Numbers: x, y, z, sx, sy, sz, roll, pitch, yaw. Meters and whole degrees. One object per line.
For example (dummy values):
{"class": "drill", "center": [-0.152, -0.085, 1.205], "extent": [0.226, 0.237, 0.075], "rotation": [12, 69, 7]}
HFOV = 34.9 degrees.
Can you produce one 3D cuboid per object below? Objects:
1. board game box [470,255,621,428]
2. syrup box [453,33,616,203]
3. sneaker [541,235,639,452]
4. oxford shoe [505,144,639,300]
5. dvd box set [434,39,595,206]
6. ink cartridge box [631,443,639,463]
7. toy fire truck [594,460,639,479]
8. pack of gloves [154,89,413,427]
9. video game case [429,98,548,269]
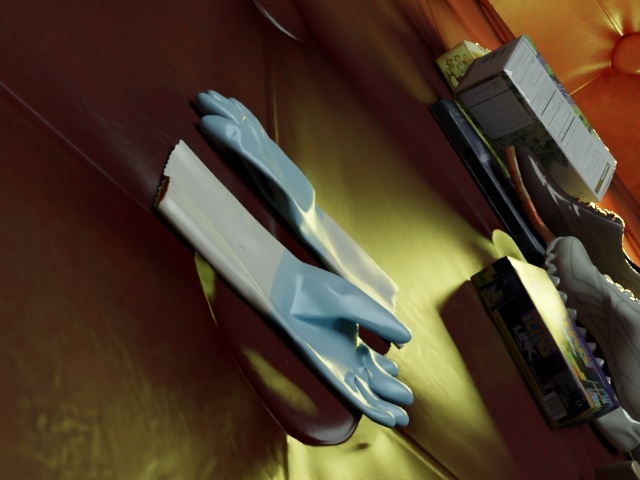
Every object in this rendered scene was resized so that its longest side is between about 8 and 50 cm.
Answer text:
{"class": "board game box", "center": [0.232, 0.104, 1.038], "extent": [0.141, 0.048, 0.170], "rotation": [13, 47, -61]}
{"class": "syrup box", "center": [0.298, -0.152, 1.401], "extent": [0.237, 0.093, 0.096], "rotation": [49, 49, -18]}
{"class": "sneaker", "center": [0.346, 0.102, 1.189], "extent": [0.110, 0.118, 0.292], "rotation": [37, 30, -39]}
{"class": "oxford shoe", "center": [0.341, -0.025, 1.342], "extent": [0.271, 0.098, 0.097], "rotation": [54, 20, -8]}
{"class": "dvd box set", "center": [0.350, -0.121, 1.639], "extent": [0.421, 0.062, 0.307], "rotation": [59, 20, 8]}
{"class": "ink cartridge box", "center": [0.473, 0.208, 1.234], "extent": [0.217, 0.092, 0.159], "rotation": [12, 36, -16]}
{"class": "toy fire truck", "center": [0.398, 0.268, 0.959], "extent": [0.246, 0.217, 0.159], "rotation": [15, 43, -40]}
{"class": "pack of gloves", "center": [0.000, 0.000, 0.662], "extent": [0.232, 0.046, 0.195], "rotation": [48, 22, -24]}
{"class": "video game case", "center": [0.252, -0.072, 1.391], "extent": [0.274, 0.026, 0.196], "rotation": [58, 20, 5]}
